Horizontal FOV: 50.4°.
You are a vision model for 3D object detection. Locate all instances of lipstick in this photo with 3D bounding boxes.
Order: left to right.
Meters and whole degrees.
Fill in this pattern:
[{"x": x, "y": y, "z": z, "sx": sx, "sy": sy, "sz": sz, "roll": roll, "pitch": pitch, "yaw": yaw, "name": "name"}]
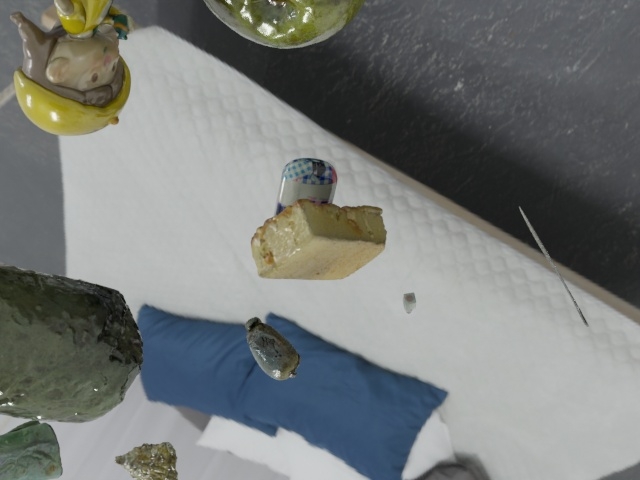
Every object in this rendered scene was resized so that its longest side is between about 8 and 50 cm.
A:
[{"x": 0.237, "y": 0.173, "z": 1.817, "sx": 0.030, "sy": 0.030, "sz": 0.129, "roll": -10, "pitch": 157, "yaw": 1, "name": "lipstick"}]

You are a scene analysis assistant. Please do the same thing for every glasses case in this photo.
[{"x": -0.045, "y": -0.056, "z": 1.578, "sx": 0.125, "sy": 0.076, "sz": 0.328, "roll": 7, "pitch": 135, "yaw": -8, "name": "glasses case"}]

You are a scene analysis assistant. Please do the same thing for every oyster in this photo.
[{"x": -0.353, "y": 0.468, "z": 1.434, "sx": 0.146, "sy": 0.122, "sz": 0.045, "roll": 39, "pitch": 180, "yaw": 33, "name": "oyster"}]

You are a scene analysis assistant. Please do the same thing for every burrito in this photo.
[{"x": -0.680, "y": 0.482, "z": 1.482, "sx": 0.089, "sy": 0.228, "sz": 0.144, "roll": -21, "pitch": 81, "yaw": 33, "name": "burrito"}]

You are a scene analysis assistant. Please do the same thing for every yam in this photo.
[{"x": -0.395, "y": 0.132, "z": 0.885, "sx": 0.300, "sy": 0.195, "sz": 0.195, "roll": 20, "pitch": 156, "yaw": -40, "name": "yam"}]

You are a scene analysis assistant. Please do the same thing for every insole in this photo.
[{"x": 0.417, "y": 0.042, "z": 1.225, "sx": 0.005, "sy": 0.253, "sz": 0.086, "roll": -29, "pitch": 154, "yaw": 13, "name": "insole"}]

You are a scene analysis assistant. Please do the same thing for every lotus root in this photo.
[{"x": -0.106, "y": 0.226, "z": 1.430, "sx": 0.165, "sy": 0.088, "sz": 0.088, "roll": 48, "pitch": 147, "yaw": 17, "name": "lotus root"}]

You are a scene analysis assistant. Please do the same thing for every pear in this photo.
[{"x": -0.070, "y": -0.511, "z": 1.167, "sx": 0.351, "sy": 0.414, "sz": 0.352, "roll": 0, "pitch": 142, "yaw": 0, "name": "pear"}]

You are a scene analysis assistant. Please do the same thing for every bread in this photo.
[{"x": 0.000, "y": 0.000, "z": 1.408, "sx": 0.184, "sy": 0.274, "sz": 0.114, "roll": -37, "pitch": 66, "yaw": 34, "name": "bread"}]

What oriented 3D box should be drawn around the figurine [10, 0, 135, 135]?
[{"x": -0.402, "y": -0.340, "z": 1.151, "sx": 0.187, "sy": 0.215, "sz": 0.344, "roll": 33, "pitch": 124, "yaw": 11, "name": "figurine"}]
